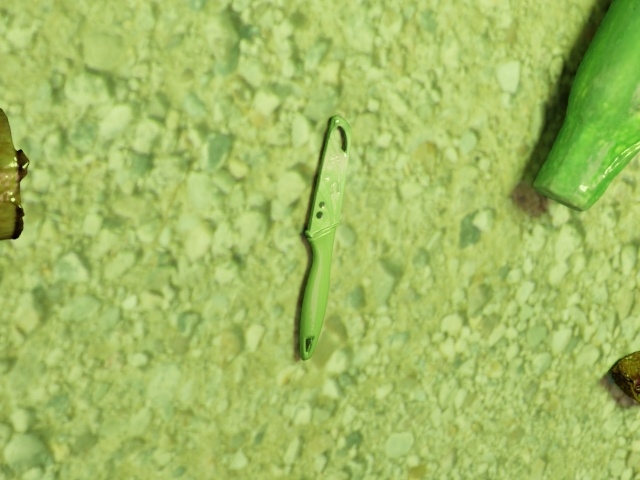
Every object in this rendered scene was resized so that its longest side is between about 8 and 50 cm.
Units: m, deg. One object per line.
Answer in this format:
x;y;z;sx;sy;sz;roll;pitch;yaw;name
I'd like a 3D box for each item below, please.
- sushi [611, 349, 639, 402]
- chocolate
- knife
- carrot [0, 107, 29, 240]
0.324;0.133;1.222;0.099;0.047;0.050;-13;113;-22;sushi
0.278;-0.159;1.089;0.110;0.110;0.291;28;93;-31;chocolate
0.000;0.000;1.037;0.030;0.014;0.207;4;101;-28;knife
-0.326;-0.024;0.826;0.263;0.102;0.102;-11;109;-18;carrot
